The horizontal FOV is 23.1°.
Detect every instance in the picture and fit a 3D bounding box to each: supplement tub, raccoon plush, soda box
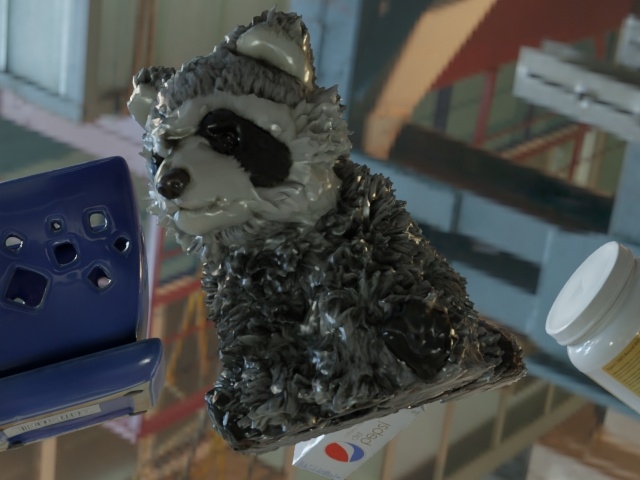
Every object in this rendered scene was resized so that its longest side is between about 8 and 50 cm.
[{"bbox_3d":[0.355,0.107,1.659,0.199,0.144,0.144,36,-157,-8],"label":"supplement tub"},{"bbox_3d":[0.000,0.000,1.258,0.216,0.299,0.446,-21,169,12],"label":"raccoon plush"},{"bbox_3d":[0.046,0.202,1.823,0.069,0.216,0.074,22,-128,-16],"label":"soda box"}]

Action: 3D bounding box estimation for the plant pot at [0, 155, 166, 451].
[{"bbox_3d":[-0.266,0.073,1.477,0.236,0.212,0.236,-15,168,-9],"label":"plant pot"}]
